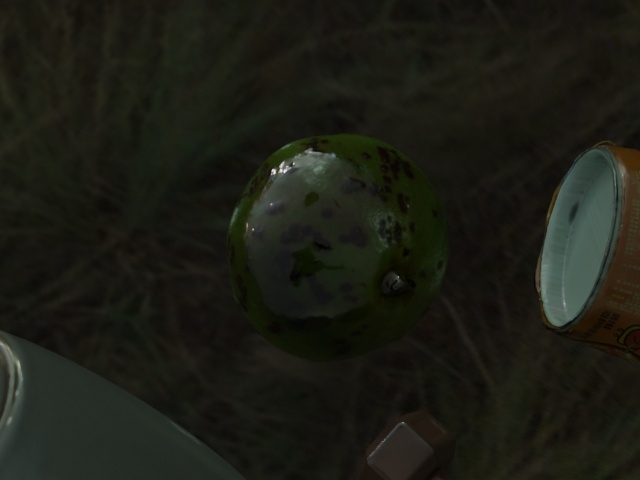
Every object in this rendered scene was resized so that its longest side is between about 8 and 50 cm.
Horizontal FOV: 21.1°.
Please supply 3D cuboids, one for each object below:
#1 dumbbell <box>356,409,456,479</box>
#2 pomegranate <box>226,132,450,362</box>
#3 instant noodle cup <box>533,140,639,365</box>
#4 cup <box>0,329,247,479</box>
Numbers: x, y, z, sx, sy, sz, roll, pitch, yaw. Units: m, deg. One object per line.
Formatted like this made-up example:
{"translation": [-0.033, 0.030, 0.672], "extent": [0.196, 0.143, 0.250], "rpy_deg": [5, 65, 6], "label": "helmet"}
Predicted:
{"translation": [0.134, 0.245, 1.440], "extent": [0.231, 0.092, 0.082], "rpy_deg": [42, 116, 17], "label": "dumbbell"}
{"translation": [0.000, 0.000, 1.569], "extent": [0.263, 0.211, 0.211], "rpy_deg": [26, 88, 53], "label": "pomegranate"}
{"translation": [0.292, 0.018, 1.461], "extent": [0.172, 0.216, 0.216], "rpy_deg": [14, 83, -13], "label": "instant noodle cup"}
{"translation": [-0.188, 0.186, 1.025], "extent": [0.258, 0.234, 0.186], "rpy_deg": [-32, 41, 14], "label": "cup"}
